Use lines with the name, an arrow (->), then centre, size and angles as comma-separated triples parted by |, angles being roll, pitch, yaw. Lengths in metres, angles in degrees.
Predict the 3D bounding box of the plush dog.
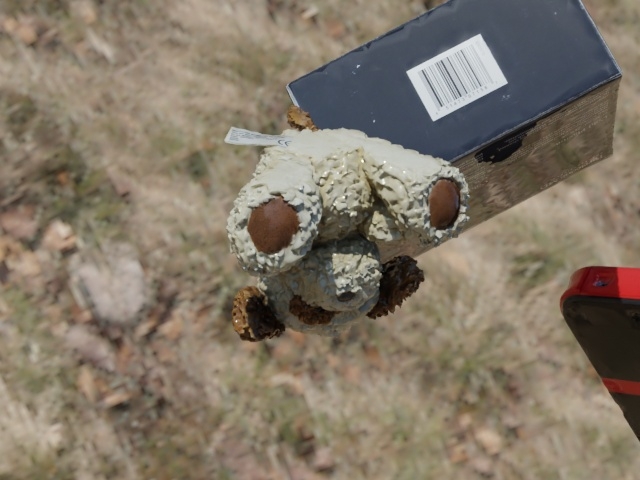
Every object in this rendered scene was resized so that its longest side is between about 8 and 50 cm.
plush dog -> 0.000, 0.000, 1.690 | 0.262, 0.225, 0.210 | -9, 32, -23

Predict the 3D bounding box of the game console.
game console -> 0.509, 0.174, 2.058 | 0.060, 0.386, 0.342 | -51, 121, -26

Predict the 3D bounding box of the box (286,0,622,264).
box -> 0.165, -0.142, 1.936 | 0.179, 0.343, 0.312 | 63, 0, 17
